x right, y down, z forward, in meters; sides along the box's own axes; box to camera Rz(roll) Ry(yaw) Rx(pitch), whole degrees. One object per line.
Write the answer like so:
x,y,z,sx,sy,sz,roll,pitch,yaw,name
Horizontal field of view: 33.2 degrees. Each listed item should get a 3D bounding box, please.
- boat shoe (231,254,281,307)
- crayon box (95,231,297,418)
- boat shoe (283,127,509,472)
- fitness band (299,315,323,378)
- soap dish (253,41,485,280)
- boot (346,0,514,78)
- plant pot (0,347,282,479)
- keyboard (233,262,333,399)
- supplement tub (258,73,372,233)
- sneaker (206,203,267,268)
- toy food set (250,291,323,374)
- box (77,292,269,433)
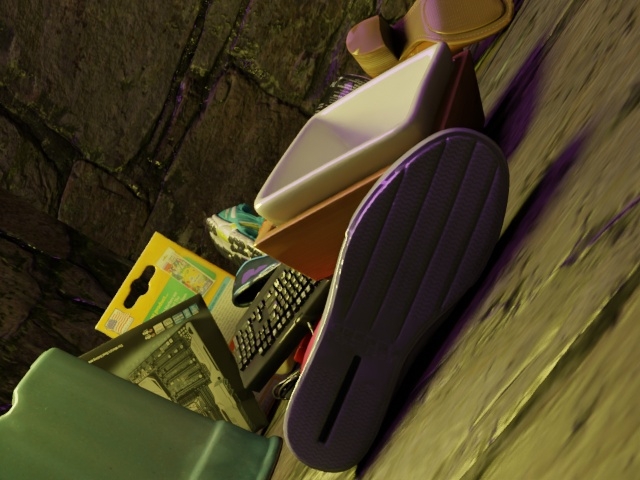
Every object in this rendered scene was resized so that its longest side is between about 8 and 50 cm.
-0.031,0.062,1.726,0.258,0.109,0.089,-25,27,35,boat shoe
-0.195,0.155,1.843,0.203,0.323,0.083,-60,3,-21,crayon box
0.053,0.043,0.867,0.302,0.109,0.094,-62,0,14,boat shoe
0.042,0.075,1.252,0.209,0.054,0.291,-59,2,9,fitness band
0.066,-0.089,1.181,0.229,0.118,0.291,-28,18,25,soap dish
0.207,-0.311,1.752,0.220,0.283,0.109,25,-128,-58,boot
-0.279,0.331,1.428,0.341,0.334,0.341,-60,2,3,plant pot
-0.027,0.099,1.489,0.317,0.033,0.201,-54,42,31,keyboard
0.036,-0.109,1.845,0.316,0.193,0.193,-60,3,-5,supplement tub
-0.121,-0.003,2.034,0.110,0.107,0.275,-31,37,-16,sneaker
-0.047,0.120,1.687,0.104,0.111,0.232,-60,-10,-47,toy food set
-0.267,0.258,1.666,0.307,0.242,0.076,-28,0,-30,box
